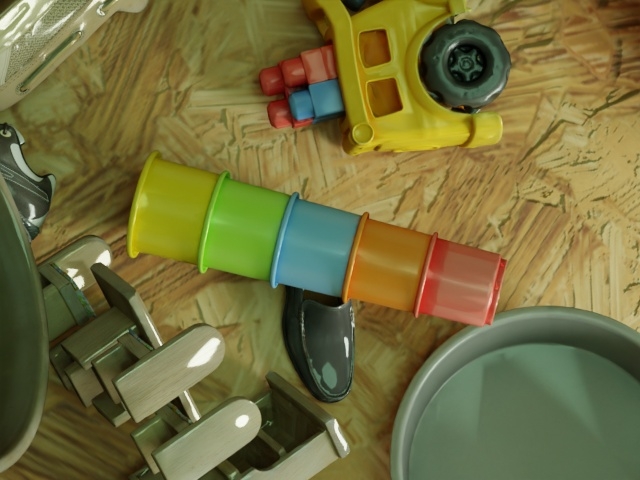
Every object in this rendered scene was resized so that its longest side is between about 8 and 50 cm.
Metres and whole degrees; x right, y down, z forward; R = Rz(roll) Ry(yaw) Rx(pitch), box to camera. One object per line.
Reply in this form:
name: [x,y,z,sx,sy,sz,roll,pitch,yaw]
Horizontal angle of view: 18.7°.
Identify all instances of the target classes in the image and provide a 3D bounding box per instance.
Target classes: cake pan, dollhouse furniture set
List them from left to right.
dollhouse furniture set: [-0.105,0.113,1.601,0.161,0.212,0.242,-34,123,-16]
cake pan: [0.206,0.204,1.729,0.293,0.054,0.293,1,71,-2]

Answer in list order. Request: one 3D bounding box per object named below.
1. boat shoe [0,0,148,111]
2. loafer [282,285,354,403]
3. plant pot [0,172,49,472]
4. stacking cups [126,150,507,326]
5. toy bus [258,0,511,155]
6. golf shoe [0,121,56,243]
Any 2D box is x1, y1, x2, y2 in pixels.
boat shoe: [-0.191,-0.248,1.647,0.341,0.121,0.110,-42,137,-13]
loafer: [0.000,0.061,1.710,0.062,0.061,0.170,-13,92,-20]
plant pot: [-0.401,0.057,1.442,0.280,0.323,0.323,-19,94,19]
stacking cups: [0.000,0.000,1.642,0.316,0.096,0.096,12,83,3]
toy bus: [0.047,-0.178,1.710,0.211,0.149,0.220,-10,88,-3]
golf shoe: [-0.303,-0.076,1.610,0.198,0.077,0.094,47,60,-28]
